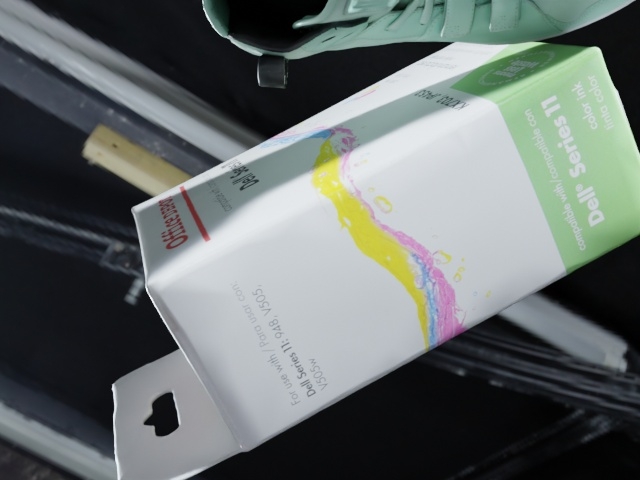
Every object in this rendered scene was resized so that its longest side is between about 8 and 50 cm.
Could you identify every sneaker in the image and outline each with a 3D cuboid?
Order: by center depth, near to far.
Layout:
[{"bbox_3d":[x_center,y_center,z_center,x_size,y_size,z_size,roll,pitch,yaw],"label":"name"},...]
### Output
[{"bbox_3d":[0.064,-0.139,0.515,0.256,0.151,0.094,-4,-70,17],"label":"sneaker"}]

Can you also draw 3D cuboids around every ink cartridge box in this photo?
[{"bbox_3d":[0.000,0.000,0.611,0.119,0.353,0.207,64,-6,-18],"label":"ink cartridge box"}]
